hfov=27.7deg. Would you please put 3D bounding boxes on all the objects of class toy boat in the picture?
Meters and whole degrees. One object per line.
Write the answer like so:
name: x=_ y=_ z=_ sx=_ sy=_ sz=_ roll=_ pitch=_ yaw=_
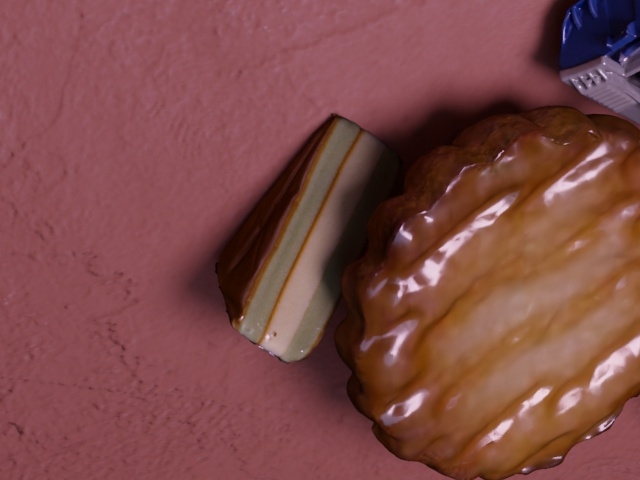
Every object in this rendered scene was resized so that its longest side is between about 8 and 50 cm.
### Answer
toy boat: x=0.327 y=-0.108 z=1.004 sx=0.295 sy=0.088 sz=0.129 roll=23 pitch=146 yaw=-31

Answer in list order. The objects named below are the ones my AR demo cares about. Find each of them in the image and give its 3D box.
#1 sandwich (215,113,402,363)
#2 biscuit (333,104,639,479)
sandwich: x=0.000 y=0.000 z=1.000 sx=0.079 sy=0.113 sz=0.163 roll=34 pitch=106 yaw=-24
biscuit: x=0.156 y=0.039 z=1.034 sx=0.326 sy=0.107 sz=0.325 roll=-11 pitch=119 yaw=-20
